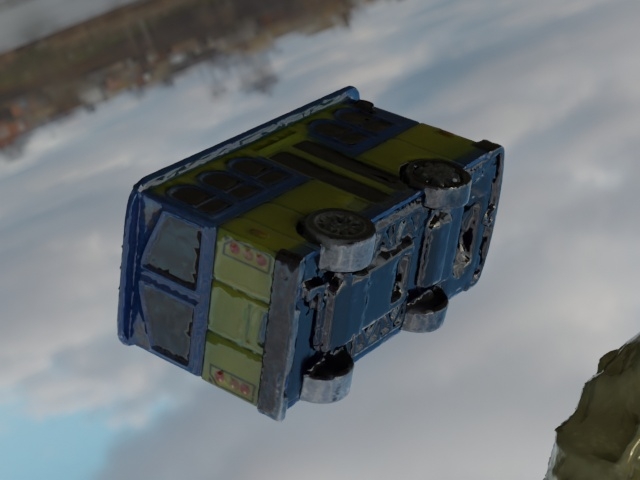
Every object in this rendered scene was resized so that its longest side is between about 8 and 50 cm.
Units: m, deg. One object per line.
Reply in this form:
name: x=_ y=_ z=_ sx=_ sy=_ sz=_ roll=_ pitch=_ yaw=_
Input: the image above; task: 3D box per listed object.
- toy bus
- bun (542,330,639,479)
toy bus: x=0.000 y=0.000 z=1.239 sx=0.175 sy=0.138 sz=0.288 roll=23 pitch=-149 yaw=27
bun: x=0.223 y=0.133 z=0.826 sx=0.259 sy=0.259 sz=0.160 roll=-21 pitch=151 yaw=6
